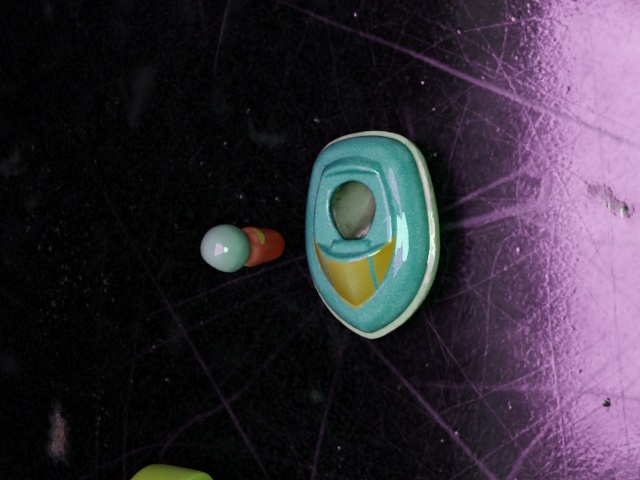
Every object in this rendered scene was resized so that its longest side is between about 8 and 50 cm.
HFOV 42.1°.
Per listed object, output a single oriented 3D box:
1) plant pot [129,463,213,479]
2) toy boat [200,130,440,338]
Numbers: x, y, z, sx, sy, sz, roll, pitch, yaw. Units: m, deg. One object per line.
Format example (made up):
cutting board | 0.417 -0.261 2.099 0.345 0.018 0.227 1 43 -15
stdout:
plant pot | -0.150 0.458 1.163 0.239 0.254 0.254 4 94 15
toy boat | 0.000 0.000 1.094 0.318 0.148 0.267 -7 89 31
